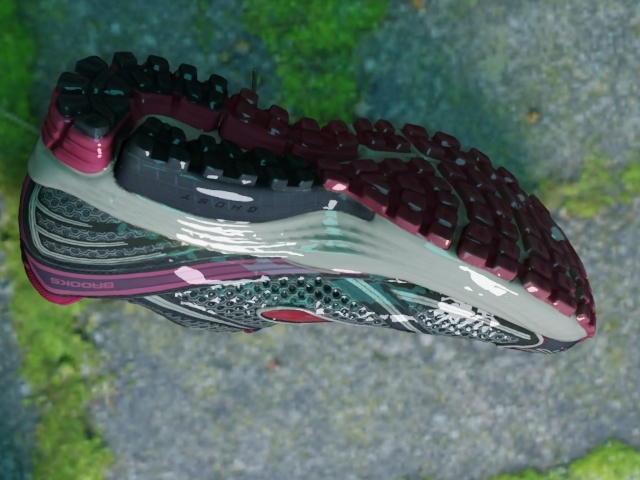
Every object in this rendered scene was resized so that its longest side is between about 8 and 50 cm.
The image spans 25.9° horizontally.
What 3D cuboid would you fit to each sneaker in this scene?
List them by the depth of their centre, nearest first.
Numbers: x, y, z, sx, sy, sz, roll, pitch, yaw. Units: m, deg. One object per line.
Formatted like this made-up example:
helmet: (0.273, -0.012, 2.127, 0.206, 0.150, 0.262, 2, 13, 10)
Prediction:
sneaker: (0.000, 0.000, 0.697, 0.299, 0.121, 0.112, 16, 122, -16)
